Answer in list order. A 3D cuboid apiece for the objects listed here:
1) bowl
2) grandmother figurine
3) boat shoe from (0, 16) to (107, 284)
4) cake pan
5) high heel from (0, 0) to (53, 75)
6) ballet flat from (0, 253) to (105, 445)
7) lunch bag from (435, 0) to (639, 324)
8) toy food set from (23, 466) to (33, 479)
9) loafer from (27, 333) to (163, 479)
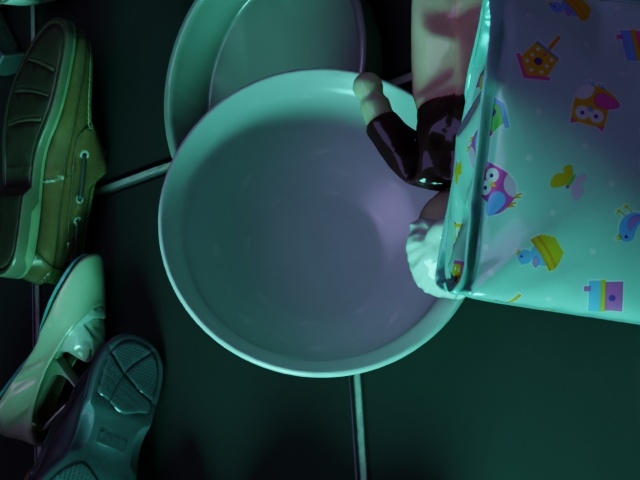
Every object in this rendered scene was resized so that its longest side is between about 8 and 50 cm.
[{"bbox_3d":[0.000,0.000,1.528,0.297,0.134,0.298,1,70,-2],"label":"bowl"},{"bbox_3d":[0.133,-0.114,1.459,0.207,0.104,0.342,-2,70,25],"label":"grandmother figurine"},{"bbox_3d":[-0.306,-0.101,1.904,0.110,0.104,0.307,18,95,53],"label":"boat shoe"},{"bbox_3d":[-0.048,-0.166,1.703,0.293,0.054,0.293,-11,74,41],"label":"cake pan"},{"bbox_3d":[-0.382,-0.359,2.027,0.261,0.093,0.186,-53,56,33],"label":"high heel"},{"bbox_3d":[-0.291,0.132,1.865,0.086,0.086,0.248,47,114,39],"label":"ballet flat"},{"bbox_3d":[0.218,-0.070,1.305,0.223,0.160,0.262,8,88,-1],"label":"lunch bag"},{"bbox_3d":[-0.299,0.314,1.828,0.128,0.071,0.218,-48,53,25],"label":"toy food set"},{"bbox_3d":[-0.254,0.245,1.748,0.095,0.109,0.303,-26,37,54],"label":"loafer"}]
